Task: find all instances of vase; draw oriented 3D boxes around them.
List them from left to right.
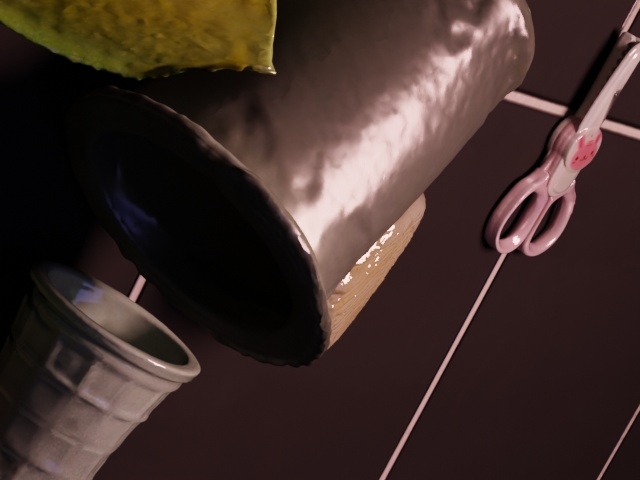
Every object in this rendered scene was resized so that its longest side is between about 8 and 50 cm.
[{"bbox_3d":[-0.228,0.173,1.312,0.299,0.143,0.143,-55,148,7],"label":"vase"},{"bbox_3d":[0.002,-0.088,1.288,0.291,0.245,0.245,-44,147,-26],"label":"vase"}]

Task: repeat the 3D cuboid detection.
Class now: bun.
[{"bbox_3d":[0.000,0.000,1.452,0.166,0.113,0.173,-57,171,13],"label":"bun"}]

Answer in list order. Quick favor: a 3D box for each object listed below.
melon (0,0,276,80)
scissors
[{"bbox_3d":[-0.109,-0.243,1.012,0.331,0.226,0.343,-45,158,-31],"label":"melon"},{"bbox_3d":[0.241,-0.090,1.753,0.118,0.030,0.242,3,121,-53],"label":"scissors"}]
